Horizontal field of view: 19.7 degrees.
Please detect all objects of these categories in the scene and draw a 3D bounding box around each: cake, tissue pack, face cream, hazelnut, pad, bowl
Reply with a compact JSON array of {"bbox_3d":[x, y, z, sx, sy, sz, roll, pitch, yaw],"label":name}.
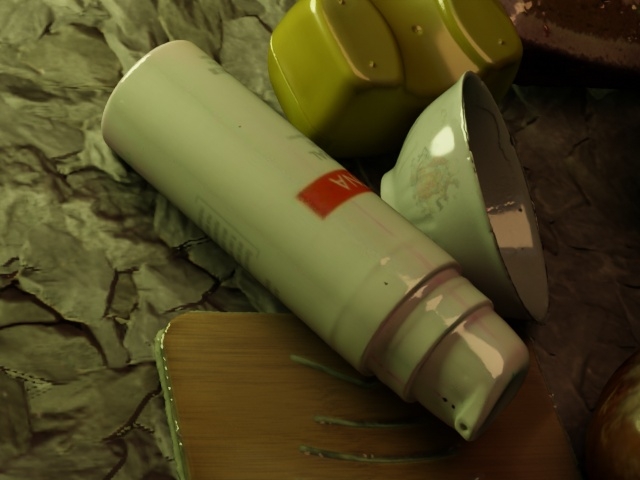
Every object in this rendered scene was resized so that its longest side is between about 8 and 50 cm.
[{"bbox_3d":[0.226,-0.183,1.532,0.295,0.113,0.116,5,75,-32],"label":"cake"},{"bbox_3d":[0.051,-0.130,1.389,0.178,0.127,0.123,-13,65,-31],"label":"tissue pack"},{"bbox_3d":[0.000,0.000,1.251,0.345,0.102,0.102,40,48,19],"label":"face cream"},{"bbox_3d":[0.249,0.132,1.240,0.143,0.143,0.154,41,44,13],"label":"hazelnut"},{"bbox_3d":[0.047,0.164,1.206,0.286,0.018,0.284,1,51,-22],"label":"pad"},{"bbox_3d":[0.096,-0.020,1.318,0.086,0.189,0.189,-16,48,17],"label":"bowl"}]
